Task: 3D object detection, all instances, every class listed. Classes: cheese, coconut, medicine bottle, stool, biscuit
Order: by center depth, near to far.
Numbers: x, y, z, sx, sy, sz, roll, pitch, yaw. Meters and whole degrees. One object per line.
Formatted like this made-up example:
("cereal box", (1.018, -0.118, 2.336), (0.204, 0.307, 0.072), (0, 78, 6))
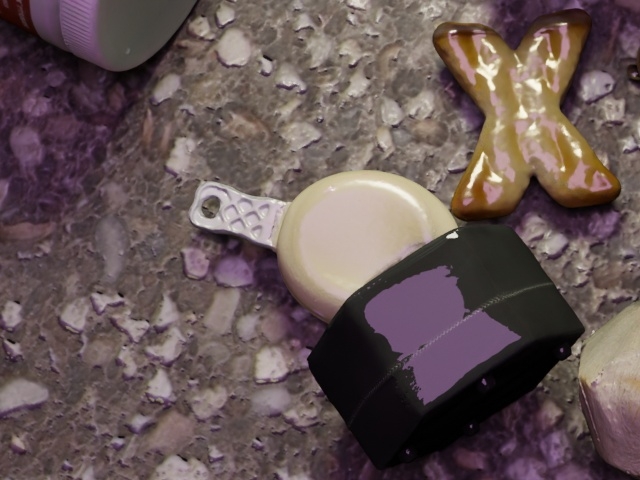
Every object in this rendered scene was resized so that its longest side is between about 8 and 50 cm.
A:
("coconut", (0.305, 0.126, 1.599), (0.161, 0.161, 0.162), (-21, 105, 2))
("stool", (0.114, 0.096, 1.617), (0.232, 0.232, 0.141), (-35, 73, -3))
("cheese", (0.005, -0.019, 1.742), (0.249, 0.071, 0.163), (36, 81, 18))
("biscuit", (0.199, -0.123, 1.756), (0.164, 0.047, 0.207), (-7, 72, 4))
("medicine bottle", (-0.251, -0.327, 1.779), (0.241, 0.252, 0.252), (28, 79, 16))

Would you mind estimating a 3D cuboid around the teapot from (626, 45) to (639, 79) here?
("teapot", (0.349, -0.151, 1.749), (0.080, 0.085, 0.110), (-24, 100, -23))
